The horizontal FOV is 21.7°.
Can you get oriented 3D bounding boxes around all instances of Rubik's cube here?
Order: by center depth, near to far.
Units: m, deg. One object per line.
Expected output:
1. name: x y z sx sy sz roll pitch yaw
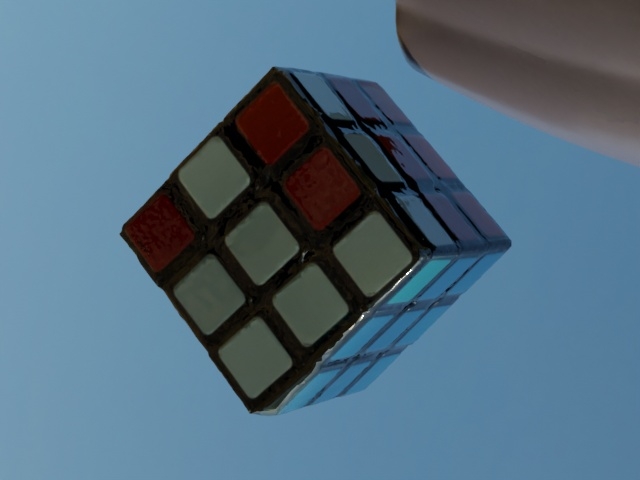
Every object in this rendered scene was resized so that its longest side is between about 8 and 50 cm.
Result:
1. Rubik's cube: 0.000 0.000 1.083 0.162 0.160 0.163 -42 -105 20

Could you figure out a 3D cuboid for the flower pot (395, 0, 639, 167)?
1. flower pot: 0.184 -0.178 1.073 0.243 0.265 0.265 14 -87 24
